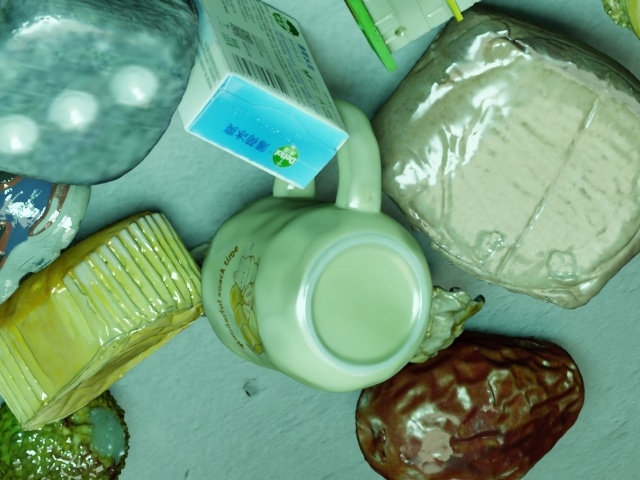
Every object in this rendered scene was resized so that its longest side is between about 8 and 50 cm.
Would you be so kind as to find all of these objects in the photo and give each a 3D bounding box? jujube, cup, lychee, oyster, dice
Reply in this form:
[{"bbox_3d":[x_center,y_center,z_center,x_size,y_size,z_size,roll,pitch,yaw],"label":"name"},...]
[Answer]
[{"bbox_3d":[0.176,0.197,1.825,0.290,0.197,0.197,-11,135,-31],"label":"jujube"},{"bbox_3d":[0.015,0.011,1.467,0.173,0.202,0.255,31,81,-26],"label":"cup"},{"bbox_3d":[-0.293,0.226,1.706,0.171,0.171,0.171,-10,133,-11],"label":"lychee"},{"bbox_3d":[0.005,0.054,1.655,0.337,0.133,0.198,13,158,-7],"label":"oyster"},{"bbox_3d":[-0.224,-0.168,1.344,0.183,0.181,0.182,12,126,-30],"label":"dice"}]

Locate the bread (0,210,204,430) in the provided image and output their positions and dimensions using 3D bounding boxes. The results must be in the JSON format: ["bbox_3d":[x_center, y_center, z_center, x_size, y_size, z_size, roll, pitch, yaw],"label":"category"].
[{"bbox_3d":[-0.233,0.077,1.570,0.250,0.133,0.179,-40,174,29],"label":"bread"}]

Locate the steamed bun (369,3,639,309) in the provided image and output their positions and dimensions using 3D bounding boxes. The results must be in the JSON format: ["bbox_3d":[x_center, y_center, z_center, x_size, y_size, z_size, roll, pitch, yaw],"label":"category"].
[{"bbox_3d":[0.204,-0.091,1.559,0.301,0.199,0.251,33,102,-15],"label":"steamed bun"}]

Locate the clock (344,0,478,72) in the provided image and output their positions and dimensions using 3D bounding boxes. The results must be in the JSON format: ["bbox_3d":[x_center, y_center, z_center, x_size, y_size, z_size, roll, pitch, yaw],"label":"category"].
[{"bbox_3d":[0.111,-0.312,1.394,0.255,0.106,0.220,-31,135,3],"label":"clock"}]

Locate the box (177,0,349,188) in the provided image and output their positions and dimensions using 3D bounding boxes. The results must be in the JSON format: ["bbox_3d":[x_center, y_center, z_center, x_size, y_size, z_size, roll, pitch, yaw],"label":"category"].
[{"bbox_3d":[-0.069,-0.152,1.404,0.139,0.194,0.073,25,117,-34],"label":"box"}]

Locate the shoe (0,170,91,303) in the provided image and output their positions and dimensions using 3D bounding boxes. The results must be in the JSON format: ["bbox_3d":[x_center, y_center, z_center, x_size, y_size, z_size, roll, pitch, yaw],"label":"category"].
[{"bbox_3d":[-0.334,-0.011,1.510,0.227,0.099,0.125,-34,122,24],"label":"shoe"}]

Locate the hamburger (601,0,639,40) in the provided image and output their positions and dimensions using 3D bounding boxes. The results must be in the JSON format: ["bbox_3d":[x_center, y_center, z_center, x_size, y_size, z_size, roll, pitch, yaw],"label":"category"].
[{"bbox_3d":[0.375,-0.269,1.508,0.215,0.122,0.189,0,125,-14],"label":"hamburger"}]
